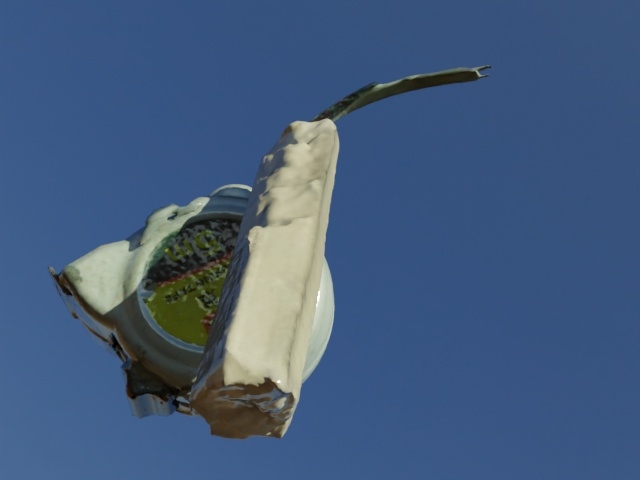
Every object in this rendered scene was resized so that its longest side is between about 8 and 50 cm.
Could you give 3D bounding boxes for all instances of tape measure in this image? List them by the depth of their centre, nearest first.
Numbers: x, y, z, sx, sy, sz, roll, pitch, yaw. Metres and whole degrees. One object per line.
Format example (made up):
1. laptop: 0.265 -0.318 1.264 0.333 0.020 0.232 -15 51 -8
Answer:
1. tape measure: -0.001 0.000 0.679 0.164 0.330 0.084 55 -18 19

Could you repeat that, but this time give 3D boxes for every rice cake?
1. rice cake: -0.022 0.009 0.557 0.052 0.256 0.057 23 -56 -9
